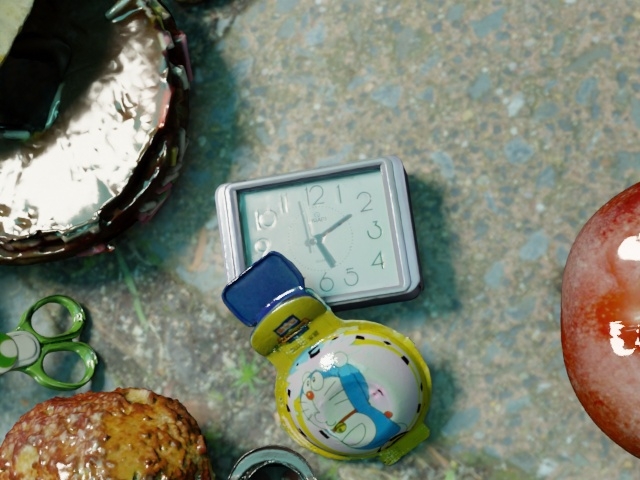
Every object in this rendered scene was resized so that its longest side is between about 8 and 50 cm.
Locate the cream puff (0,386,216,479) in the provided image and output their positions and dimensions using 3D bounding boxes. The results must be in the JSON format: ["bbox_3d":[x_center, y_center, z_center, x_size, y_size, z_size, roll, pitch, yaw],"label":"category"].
[{"bbox_3d":[-0.209,0.250,0.939,0.240,0.164,0.240,-4,71,11],"label":"cream puff"}]

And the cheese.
[{"bbox_3d":[0.007,0.121,0.949,0.156,0.064,0.250,-40,103,11],"label":"cheese"}]

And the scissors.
[{"bbox_3d":[-0.318,0.113,0.976,0.027,0.204,0.101,-32,73,44],"label":"scissors"}]

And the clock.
[{"bbox_3d":[0.000,-0.001,0.998,0.193,0.073,0.145,-10,80,6],"label":"clock"}]

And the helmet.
[{"bbox_3d":[-0.044,0.263,0.961,0.098,0.070,0.123,-1,74,1],"label":"helmet"}]

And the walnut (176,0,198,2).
[{"bbox_3d":[-0.136,-0.297,1.065,0.096,0.082,0.079,-21,106,2],"label":"walnut"}]

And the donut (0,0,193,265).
[{"bbox_3d":[-0.256,-0.131,1.026,0.259,0.136,0.345,16,84,8],"label":"donut"}]

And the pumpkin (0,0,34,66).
[{"bbox_3d":[-0.422,-0.256,0.945,0.332,0.199,0.332,-26,53,41],"label":"pumpkin"}]

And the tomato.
[{"bbox_3d":[0.347,0.069,0.861,0.270,0.227,0.270,-3,83,27],"label":"tomato"}]
